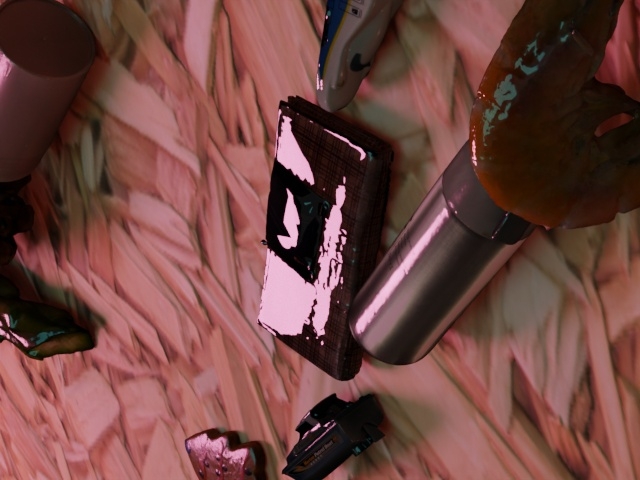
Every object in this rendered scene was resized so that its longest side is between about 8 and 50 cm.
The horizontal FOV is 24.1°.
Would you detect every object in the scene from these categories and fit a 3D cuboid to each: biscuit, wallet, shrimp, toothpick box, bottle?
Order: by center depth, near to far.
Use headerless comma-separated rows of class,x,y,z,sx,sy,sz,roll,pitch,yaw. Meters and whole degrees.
shrimp,0.185,-0.120,0.975,0.068,0.150,0.248,-91,14,-68
bottle,0.101,0.008,1.134,0.253,0.079,0.096,124,156,-45
wallet,0.000,0.000,1.286,0.124,0.042,0.230,31,130,34
toothpick box,-0.307,-0.151,1.517,0.111,0.111,0.180,57,138,14
biscuit,-0.096,0.238,1.524,0.130,0.019,0.119,31,128,37

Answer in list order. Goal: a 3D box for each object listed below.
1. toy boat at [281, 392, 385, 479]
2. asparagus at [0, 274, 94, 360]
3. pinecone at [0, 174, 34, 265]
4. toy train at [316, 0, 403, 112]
toy boat,0.002,0.184,1.357,0.060,0.055,0.141,51,139,8
asparagus,-0.371,0.081,1.726,0.287,0.080,0.080,26,125,41
pinecone,-0.444,-0.033,1.651,0.272,0.224,0.224,9,113,43
toy train,0.038,-0.196,1.144,0.051,0.052,0.234,31,128,31
